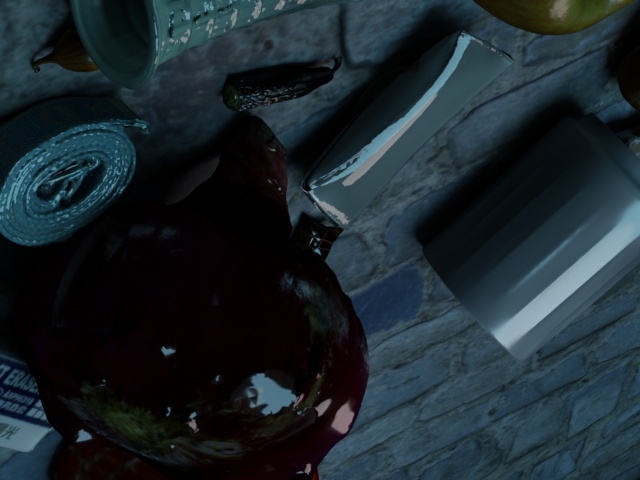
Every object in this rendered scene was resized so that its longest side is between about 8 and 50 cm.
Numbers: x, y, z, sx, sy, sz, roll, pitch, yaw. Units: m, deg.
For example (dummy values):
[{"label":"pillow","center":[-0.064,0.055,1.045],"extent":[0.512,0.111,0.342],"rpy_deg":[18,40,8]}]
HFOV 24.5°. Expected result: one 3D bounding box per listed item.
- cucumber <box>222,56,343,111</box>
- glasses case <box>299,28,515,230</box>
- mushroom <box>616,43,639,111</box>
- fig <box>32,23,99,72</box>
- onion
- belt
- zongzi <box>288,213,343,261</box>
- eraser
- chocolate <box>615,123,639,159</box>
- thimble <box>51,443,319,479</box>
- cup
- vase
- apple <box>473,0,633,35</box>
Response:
[{"label":"cucumber","center":[-0.039,-0.178,1.681],"extent":[0.163,0.043,0.039],"rpy_deg":[-14,-178,-37]},{"label":"glasses case","center":[0.093,-0.152,1.833],"extent":[0.308,0.083,0.128],"rpy_deg":[-44,147,11]},{"label":"mushroom","center":[0.555,-0.268,2.137],"extent":[0.253,0.153,0.253],"rpy_deg":[-31,169,-6]},{"label":"fig","center":[-0.240,-0.180,1.421],"extent":[0.083,0.050,0.050],"rpy_deg":[-20,153,5]},{"label":"onion","center":[-0.127,0.057,1.663],"extent":[0.398,0.398,0.420],"rpy_deg":[87,14,-58]},{"label":"belt","center":[-0.273,-0.073,1.499],"extent":[0.163,0.082,0.148],"rpy_deg":[-7,129,-41]},{"label":"zongzi","center":[0.000,0.000,1.984],"extent":[0.073,0.067,0.083],"rpy_deg":[-5,121,-38]},{"label":"eraser","center":[-0.396,0.158,1.693],"extent":[0.130,0.086,0.287],"rpy_deg":[-44,153,5]},{"label":"chocolate","center":[0.533,-0.139,2.404],"extent":[0.254,0.080,0.157],"rpy_deg":[-20,133,-36]},{"label":"thimble","center":[-0.191,0.356,2.098],"extent":[0.350,0.230,0.350],"rpy_deg":[-28,151,-17]},{"label":"cup","center":[0.350,-0.015,2.234],"extent":[0.327,0.237,0.323],"rpy_deg":[-43,-178,8]},{"label":"vase","center":[-0.077,-0.252,1.412],"extent":[0.299,0.143,0.143],"rpy_deg":[-23,149,-34]},{"label":"apple","center":[0.258,-0.342,1.570],"extent":[0.264,0.264,0.264],"rpy_deg":[-30,152,-18]}]
